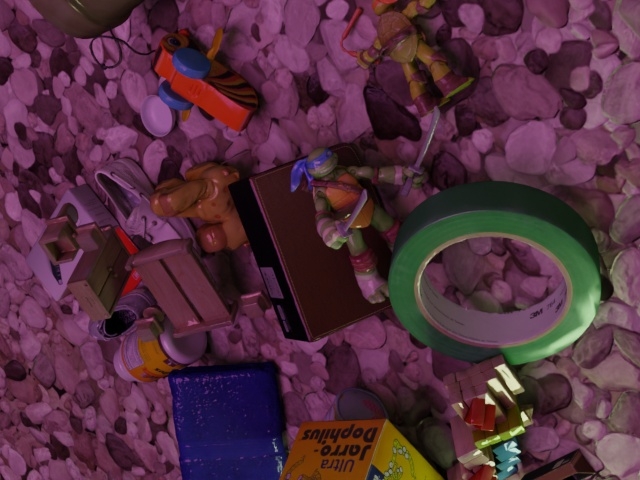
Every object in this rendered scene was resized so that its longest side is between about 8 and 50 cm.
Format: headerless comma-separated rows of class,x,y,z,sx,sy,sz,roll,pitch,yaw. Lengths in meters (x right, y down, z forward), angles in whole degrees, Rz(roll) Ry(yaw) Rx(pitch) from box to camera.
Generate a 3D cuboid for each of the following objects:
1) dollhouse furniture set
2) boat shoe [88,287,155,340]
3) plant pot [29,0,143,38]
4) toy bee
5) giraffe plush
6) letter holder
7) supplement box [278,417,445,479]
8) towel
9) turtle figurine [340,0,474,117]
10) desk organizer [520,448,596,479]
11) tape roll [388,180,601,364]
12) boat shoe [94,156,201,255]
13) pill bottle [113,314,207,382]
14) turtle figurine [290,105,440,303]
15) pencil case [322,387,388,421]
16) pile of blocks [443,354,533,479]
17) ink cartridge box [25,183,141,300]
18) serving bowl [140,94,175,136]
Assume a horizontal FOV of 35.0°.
dollhouse furniture set,-0.304,0.020,1.976,0.356,0.174,0.303,-14,125,21
boat shoe,-0.454,0.175,2.227,0.227,0.081,0.079,-31,105,40
plant pot,-0.347,-0.547,1.750,0.280,0.323,0.323,-16,99,22
toy bee,-0.238,-0.327,1.850,0.195,0.162,0.298,-33,113,32
giraffe plush,-0.198,-0.053,1.928,0.210,0.181,0.170,-22,107,6
letter holder,0.000,0.000,1.805,0.301,0.214,0.152,70,161,-4
supplement box,0.105,0.491,1.786,0.194,0.195,0.356,-11,133,38
towel,-0.187,0.396,2.103,0.228,0.076,0.308,-4,109,4
turtle figurine,0.146,-0.316,1.591,0.269,0.087,0.217,-36,85,40
desk organizer,0.399,0.409,1.728,0.050,0.047,0.130,53,130,4
tape roll,0.267,0.057,1.568,0.321,0.077,0.321,6,130,7
boat shoe,-0.358,-0.047,2.065,0.277,0.096,0.098,46,127,11
pill bottle,-0.347,0.232,2.156,0.215,0.117,0.117,-27,91,40
turtle figurine,0.094,-0.034,1.639,0.275,0.198,0.266,-12,125,29
pencil case,0.025,0.401,1.950,0.113,0.124,0.273,43,127,15
pile of blocks,0.288,0.353,1.691,0.149,0.112,0.362,-6,132,2
ink cartridge box,-0.520,0.049,2.249,0.239,0.060,0.275,50,129,11
serving bowl,-0.314,-0.248,1.995,0.083,0.027,0.083,15,116,32
